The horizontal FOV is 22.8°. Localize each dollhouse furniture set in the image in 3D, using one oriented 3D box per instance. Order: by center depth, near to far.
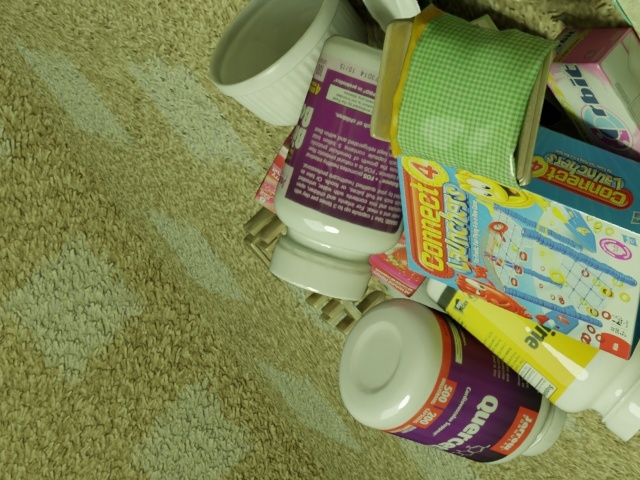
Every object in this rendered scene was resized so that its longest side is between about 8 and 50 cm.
[{"bbox_3d":[0.120,-0.213,1.605,0.197,0.151,0.302,20,107,41],"label":"dollhouse furniture set"},{"bbox_3d":[0.000,0.000,2.509,0.212,0.161,0.242,50,172,-21],"label":"dollhouse furniture set"}]

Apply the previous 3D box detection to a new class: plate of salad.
[{"bbox_3d":[0.083,-0.309,1.894,0.200,0.048,0.200,59,171,14],"label":"plate of salad"}]

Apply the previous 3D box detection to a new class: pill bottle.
[{"bbox_3d":[0.039,-0.087,1.946,0.169,0.302,0.169,18,-173,-2],"label":"pill bottle"},{"bbox_3d":[0.319,0.103,2.090,0.334,0.188,0.188,40,161,10],"label":"pill bottle"},{"bbox_3d":[0.193,0.205,2.204,0.323,0.181,0.181,22,177,-36],"label":"pill bottle"}]

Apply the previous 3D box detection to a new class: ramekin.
[{"bbox_3d":[-0.033,-0.246,2.067,0.109,0.207,0.207,43,165,-31],"label":"ramekin"}]

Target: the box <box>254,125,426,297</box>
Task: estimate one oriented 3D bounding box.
[{"bbox_3d":[0.059,-0.058,2.119,0.257,0.123,0.128,33,140,1],"label":"box"}]

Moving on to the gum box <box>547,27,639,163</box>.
[{"bbox_3d":[0.329,-0.142,1.733,0.188,0.062,0.107,53,159,-25],"label":"gum box"}]

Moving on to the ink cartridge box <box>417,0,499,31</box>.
[{"bbox_3d":[0.189,-0.203,1.896,0.171,0.056,0.235,69,177,-51],"label":"ink cartridge box"}]

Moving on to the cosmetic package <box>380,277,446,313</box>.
[{"bbox_3d":[0.144,-0.016,2.344,0.377,0.097,0.284,51,161,-19],"label":"cosmetic package"}]

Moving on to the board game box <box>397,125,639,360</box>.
[{"bbox_3d":[0.247,-0.015,1.848,0.302,0.086,0.308,22,155,19],"label":"board game box"}]

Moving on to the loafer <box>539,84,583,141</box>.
[{"bbox_3d":[0.278,-0.145,1.855,0.056,0.050,0.148,21,151,50],"label":"loafer"}]

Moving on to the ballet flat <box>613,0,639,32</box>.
[{"bbox_3d":[0.337,-0.225,1.580,0.052,0.057,0.168,-13,129,36],"label":"ballet flat"}]
